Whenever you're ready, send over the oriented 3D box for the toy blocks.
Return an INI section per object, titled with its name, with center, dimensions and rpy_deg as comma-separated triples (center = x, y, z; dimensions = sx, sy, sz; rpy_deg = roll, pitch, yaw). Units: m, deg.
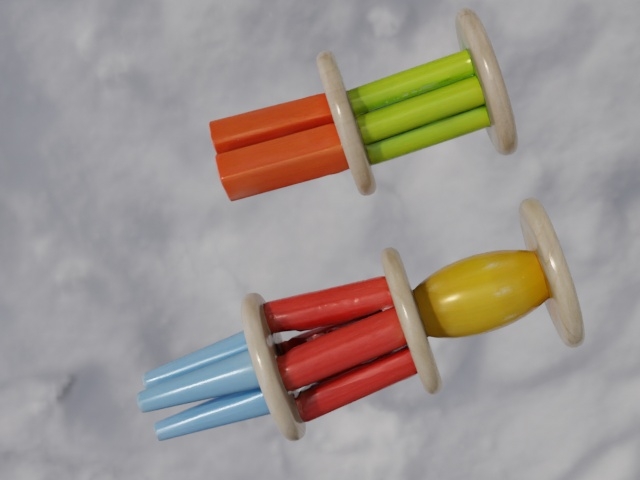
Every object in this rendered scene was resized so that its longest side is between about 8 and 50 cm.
[toy blocks]
center = 0.000, 0.000, 0.433
dimensions = 0.148, 0.123, 0.054
rpy_deg = -18, 173, 3
